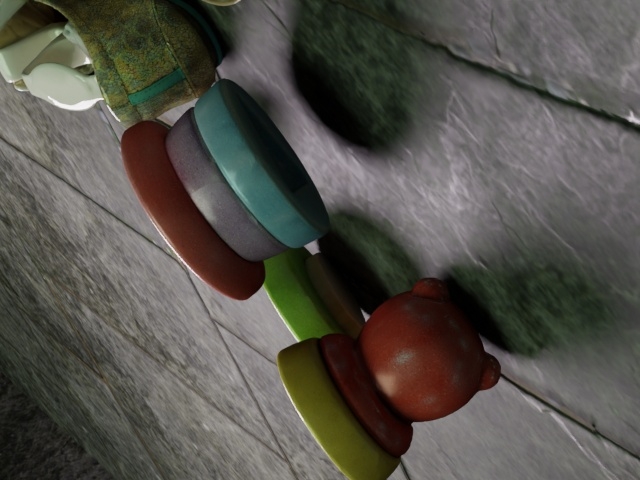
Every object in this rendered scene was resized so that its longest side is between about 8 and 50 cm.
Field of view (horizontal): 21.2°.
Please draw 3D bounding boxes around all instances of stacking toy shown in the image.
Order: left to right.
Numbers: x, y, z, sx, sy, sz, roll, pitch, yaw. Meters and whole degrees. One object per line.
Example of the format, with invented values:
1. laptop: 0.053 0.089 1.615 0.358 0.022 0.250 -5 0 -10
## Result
1. stacking toy: 0.000 0.000 1.275 0.309 0.130 0.279 53 -170 -12

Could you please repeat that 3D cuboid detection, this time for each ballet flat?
1. ballet flat: -0.205 -0.161 1.393 0.348 0.123 0.123 25 149 55

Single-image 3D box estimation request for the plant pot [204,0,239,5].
1. plant pot: -0.110 -0.259 1.104 0.236 0.032 0.236 46 161 20
